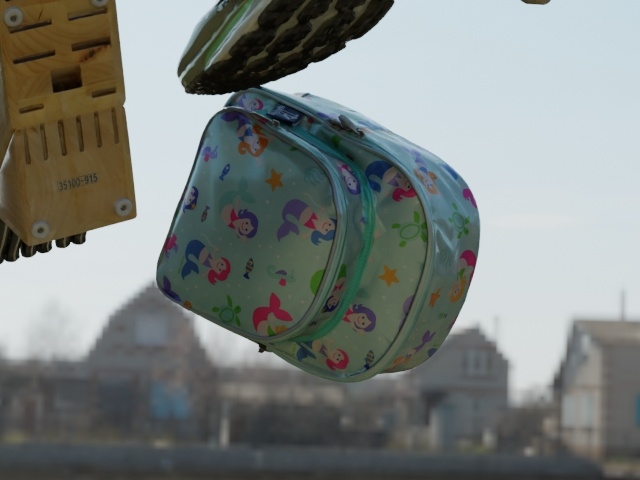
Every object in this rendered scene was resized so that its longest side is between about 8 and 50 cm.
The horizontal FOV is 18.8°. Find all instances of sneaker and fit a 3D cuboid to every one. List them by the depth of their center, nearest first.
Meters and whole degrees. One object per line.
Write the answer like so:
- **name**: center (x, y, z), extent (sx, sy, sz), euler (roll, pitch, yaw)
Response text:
- **sneaker**: center (-0.007, -0.286, 1.502), extent (0.158, 0.182, 0.410), euler (-6, -38, -48)

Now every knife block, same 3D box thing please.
- **knife block**: center (-0.227, -0.105, 1.450), extent (0.088, 0.276, 0.242), euler (-16, 28, -24)

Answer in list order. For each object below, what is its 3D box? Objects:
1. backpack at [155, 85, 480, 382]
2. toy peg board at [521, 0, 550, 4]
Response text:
- **backpack**: center (0.000, 0.000, 1.651), extent (0.253, 0.225, 0.191), euler (27, 15, 23)
- **toy peg board**: center (0.104, -0.213, 0.859), extent (0.160, 0.161, 0.079), euler (36, -12, -32)
